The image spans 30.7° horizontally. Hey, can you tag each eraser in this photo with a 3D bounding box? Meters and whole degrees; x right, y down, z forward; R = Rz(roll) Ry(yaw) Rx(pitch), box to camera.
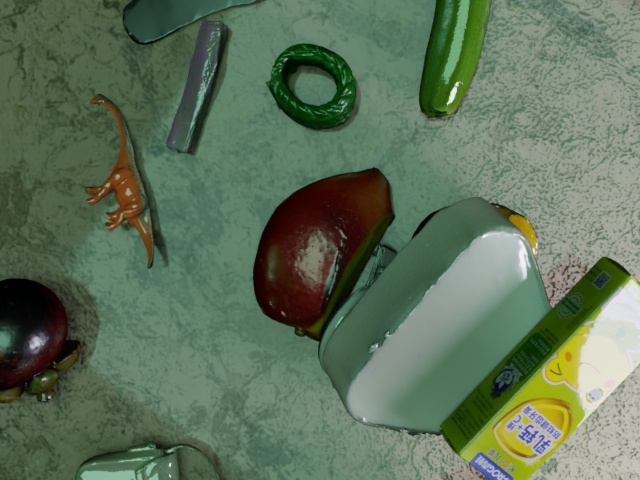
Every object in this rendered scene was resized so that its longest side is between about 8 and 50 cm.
[{"bbox_3d":[0.208,0.146,1.598,0.331,0.150,0.331,-4,110,-11],"label":"eraser"}]

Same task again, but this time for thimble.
[{"bbox_3d":[-0.011,-0.226,1.706,0.130,0.090,0.118,8,88,5],"label":"thimble"}]

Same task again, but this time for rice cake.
[{"bbox_3d":[-0.183,-0.230,1.751,0.047,0.036,0.206,18,93,10],"label":"rice cake"}]

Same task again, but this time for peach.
[{"bbox_3d":[-0.002,0.002,1.673,0.159,0.154,0.267,31,94,6],"label":"peach"}]

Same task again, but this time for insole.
[{"bbox_3d":[-0.157,-0.384,1.759,0.309,0.012,0.110,-28,88,6],"label":"insole"}]

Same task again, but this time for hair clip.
[{"bbox_3d":[0.058,0.114,1.686,0.054,0.140,0.220,33,93,36],"label":"hair clip"}]

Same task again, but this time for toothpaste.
[{"bbox_3d":[0.308,0.175,1.512,0.110,0.077,0.327,40,96,-26],"label":"toothpaste"}]

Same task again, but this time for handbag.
[{"bbox_3d":[-0.247,0.428,1.744,0.219,0.079,0.256,-6,90,-5],"label":"handbag"}]

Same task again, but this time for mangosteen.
[{"bbox_3d":[-0.449,0.155,1.724,0.200,0.200,0.200,0,90,6],"label":"mangosteen"}]

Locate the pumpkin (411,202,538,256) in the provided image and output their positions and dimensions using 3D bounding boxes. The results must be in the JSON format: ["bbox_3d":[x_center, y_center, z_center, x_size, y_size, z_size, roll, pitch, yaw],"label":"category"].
[{"bbox_3d":[0.208,0.005,1.674,0.183,0.107,0.119,-8,109,-9],"label":"pumpkin"}]

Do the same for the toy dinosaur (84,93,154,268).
[{"bbox_3d":[-0.306,-0.086,1.757,0.101,0.055,0.279,-26,86,-4],"label":"toy dinosaur"}]

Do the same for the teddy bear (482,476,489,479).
[{"bbox_3d":[0.375,0.527,1.568,0.362,0.327,0.375,11,130,25],"label":"teddy bear"}]

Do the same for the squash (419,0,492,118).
[{"bbox_3d":[0.202,-0.318,1.687,0.082,0.082,0.292,10,92,6],"label":"squash"}]
